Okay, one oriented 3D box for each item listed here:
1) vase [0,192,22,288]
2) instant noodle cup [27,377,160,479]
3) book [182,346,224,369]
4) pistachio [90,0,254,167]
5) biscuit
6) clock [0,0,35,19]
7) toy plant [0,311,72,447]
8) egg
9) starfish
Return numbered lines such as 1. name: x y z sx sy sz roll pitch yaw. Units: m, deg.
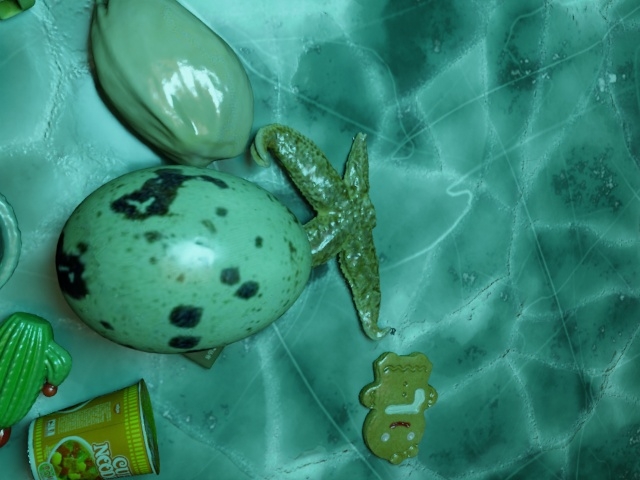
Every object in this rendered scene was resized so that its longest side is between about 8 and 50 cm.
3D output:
1. vase: -0.543 0.020 0.843 0.244 0.291 0.245 -3 98 -23
2. instant noodle cup: -0.377 0.332 1.041 0.184 0.168 0.169 -10 102 -12
3. book: -0.252 0.084 1.110 0.264 0.027 0.202 36 83 -23
4. pistachio: -0.233 -0.265 0.977 0.332 0.207 0.226 50 35 -7
5. biscuit: 0.164 0.357 1.318 0.184 0.035 0.249 7 96 -23
6. clock: -0.463 -0.403 0.837 0.069 0.232 0.170 -32 108 -15
7. toy plant: -0.513 0.226 1.000 0.240 0.088 0.154 -45 95 4
8. egg: -0.200 0.031 0.951 0.378 0.287 0.288 8 95 -20
9. starfish: 0.000 0.000 1.160 0.323 0.082 0.433 -7 103 -31
